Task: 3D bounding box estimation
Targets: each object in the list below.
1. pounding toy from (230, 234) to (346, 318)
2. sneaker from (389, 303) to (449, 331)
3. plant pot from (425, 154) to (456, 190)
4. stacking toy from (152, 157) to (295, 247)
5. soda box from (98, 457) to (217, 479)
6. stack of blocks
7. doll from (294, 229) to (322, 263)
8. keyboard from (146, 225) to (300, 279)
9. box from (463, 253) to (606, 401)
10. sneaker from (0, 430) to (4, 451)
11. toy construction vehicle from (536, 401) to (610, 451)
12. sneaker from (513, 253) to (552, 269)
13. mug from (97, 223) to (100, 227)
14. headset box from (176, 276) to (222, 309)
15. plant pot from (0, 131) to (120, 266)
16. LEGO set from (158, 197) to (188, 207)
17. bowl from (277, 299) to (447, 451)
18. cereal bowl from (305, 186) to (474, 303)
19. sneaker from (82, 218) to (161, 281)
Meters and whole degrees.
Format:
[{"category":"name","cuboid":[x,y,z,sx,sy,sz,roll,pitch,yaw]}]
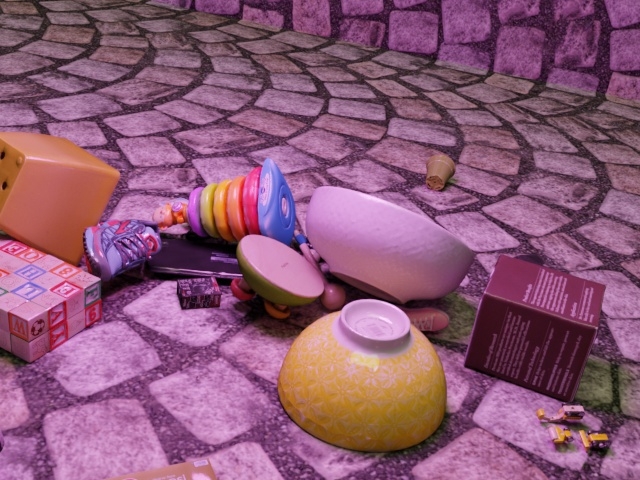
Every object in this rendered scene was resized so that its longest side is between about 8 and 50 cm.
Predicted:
[{"category":"pounding toy","cuboid":[-0.081,0.088,1.512,0.237,0.110,0.183,9,32,-51]},{"category":"sneaker","cuboid":[0.176,0.161,1.496,0.134,0.051,0.070,8,28,8]},{"category":"plant pot","cuboid":[0.317,-0.176,2.125,0.083,0.083,0.079,15,43,12]},{"category":"stacking toy","cuboid":[-0.216,-0.062,1.648,0.302,0.166,0.175,-3,64,15]},{"category":"soda box","cuboid":[-0.229,0.346,1.041,0.181,0.061,0.058,-5,32,-23]},{"category":"stack of blocks","cuboid":[-0.561,0.087,1.396,0.297,0.087,0.171,21,31,22]},{"category":"doll","cuboid":[0.000,0.000,1.743,0.129,0.046,0.189,21,36,4]},{"category":"keyboard","cuboid":[-0.200,0.030,1.655,0.317,0.033,0.201,6,30,-5]},{"category":"box","cuboid":[0.393,0.156,1.439,0.203,0.167,0.168,18,31,17]},{"category":"sneaker","cuboid":[-0.591,0.280,1.031,0.321,0.125,0.180,4,31,15]},{"category":"toy construction vehicle","cuboid":[0.417,0.313,1.307,0.098,0.035,0.086,0,41,-10]},{"category":"sneaker","cuboid":[0.450,0.068,1.738,0.170,0.051,0.089,-9,33,-37]},{"category":"mug","cuboid":[-0.491,-0.006,1.630,0.064,0.078,0.062,-21,72,-29]},{"category":"headset box","cuboid":[-0.231,0.101,1.516,0.083,0.032,0.062,-2,31,-20]},{"category":"plant pot","cuboid":[-0.561,-0.100,1.536,0.212,0.212,0.187,29,4,34]},{"category":"LEGO set","cuboid":[-0.224,-0.092,1.824,0.182,0.060,0.244,21,24,28]},{"category":"bowl","cuboid":[0.079,0.193,1.303,0.289,0.156,0.289,6,29,-4]},{"category":"cereal bowl","cuboid":[0.116,0.029,1.535,0.339,0.141,0.339,24,-8,4]},{"category":"sneaker","cuboid":[-0.374,0.004,1.514,0.125,0.104,0.262,-8,17,3]}]
